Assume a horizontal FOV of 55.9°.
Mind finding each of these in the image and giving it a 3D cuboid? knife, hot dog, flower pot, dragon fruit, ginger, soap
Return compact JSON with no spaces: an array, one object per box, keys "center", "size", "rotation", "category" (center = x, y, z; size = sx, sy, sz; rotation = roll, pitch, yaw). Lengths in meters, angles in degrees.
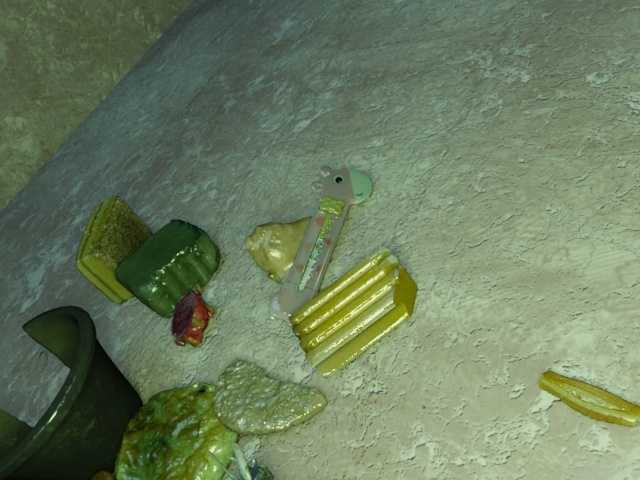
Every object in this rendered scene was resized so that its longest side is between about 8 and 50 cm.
[{"center":[0.000,0.000,1.259],"size":[0.132,0.038,0.398],"rotation":[17,63,9],"category":"knife"},{"center":[0.350,0.210,0.794],"size":[0.044,0.028,0.137],"rotation":[-31,32,-32],"category":"hot dog"},{"center":[-0.520,0.353,1.215],"size":[0.380,0.251,0.379],"rotation":[-24,39,20],"category":"flower pot"},{"center":[-0.283,0.176,1.347],"size":[0.112,0.068,0.126],"rotation":[-28,50,43],"category":"dragon fruit"},{"center":[-0.072,-0.011,1.315],"size":[0.193,0.122,0.115],"rotation":[-49,18,-20],"category":"ginger"},{"center":[0.064,0.125,1.087],"size":[0.232,0.073,0.140],"rotation":[-37,39,4],"category":"soap"}]

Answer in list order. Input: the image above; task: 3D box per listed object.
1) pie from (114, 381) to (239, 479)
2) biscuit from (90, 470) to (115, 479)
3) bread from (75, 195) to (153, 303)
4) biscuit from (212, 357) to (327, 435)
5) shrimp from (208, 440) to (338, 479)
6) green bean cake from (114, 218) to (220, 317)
[{"center":[-0.270,0.383,1.113],"size":[0.277,0.078,0.277],"rotation":[-22,43,22],"category":"pie"},{"center":[-0.413,0.536,1.052],"size":[0.262,0.037,0.261],"rotation":[-45,31,38],"category":"biscuit"},{"center":[-0.555,0.025,1.632],"size":[0.111,0.184,0.234],"rotation":[-17,42,19],"category":"bread"},{"center":[-0.116,0.287,1.078],"size":[0.250,0.032,0.133],"rotation":[11,40,43],"category":"biscuit"},{"center":[-0.156,0.435,0.913],"size":[0.410,0.166,0.221],"rotation":[-42,14,21],"category":"shrimp"},{"center":[-0.367,0.060,1.484],"size":[0.227,0.125,0.223],"rotation":[-51,36,-16],"category":"green bean cake"}]
